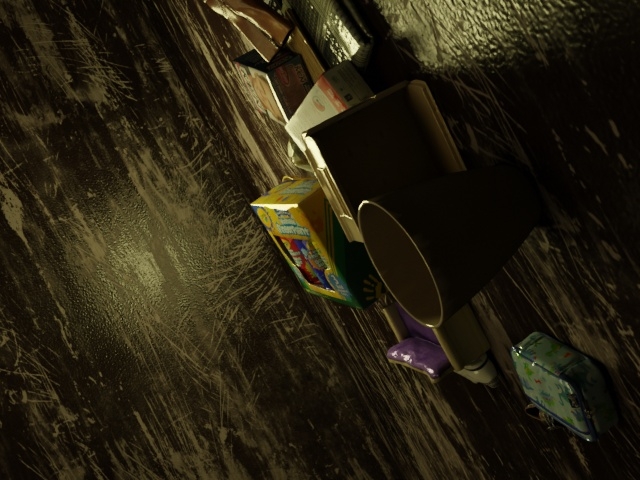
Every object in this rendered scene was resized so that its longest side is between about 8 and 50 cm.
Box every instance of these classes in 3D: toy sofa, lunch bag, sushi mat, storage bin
[{"bbox_3d":[0.283,0.250,1.873,0.150,0.177,0.362,62,167,-8],"label":"toy sofa"},{"bbox_3d":[0.495,0.299,1.403,0.176,0.090,0.219,64,167,-23],"label":"lunch bag"},{"bbox_3d":[-0.008,-0.422,1.733,0.316,0.019,0.151,58,169,2],"label":"sushi mat"},{"bbox_3d":[0.133,-0.161,1.408,0.260,0.262,0.123,63,168,-10],"label":"storage bin"}]

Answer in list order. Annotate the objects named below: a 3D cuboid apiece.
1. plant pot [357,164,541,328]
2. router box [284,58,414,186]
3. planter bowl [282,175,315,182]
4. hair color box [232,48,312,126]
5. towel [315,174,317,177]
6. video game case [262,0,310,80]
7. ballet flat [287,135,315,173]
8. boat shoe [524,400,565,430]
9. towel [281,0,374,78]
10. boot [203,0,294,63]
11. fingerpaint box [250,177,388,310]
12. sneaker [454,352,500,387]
[{"bbox_3d":[0.251,-0.019,1.239,0.256,0.274,0.256,56,165,23],"label":"plant pot"},{"bbox_3d":[0.084,-0.215,1.644,0.335,0.082,0.301,53,156,0],"label":"router box"},{"bbox_3d":[-0.031,-0.150,2.348,0.217,0.090,0.217,48,163,20],"label":"planter bowl"},{"bbox_3d":[-0.126,-0.435,1.925,0.174,0.105,0.347,64,169,-27],"label":"hair color box"},{"bbox_3d":[-0.044,-0.296,2.252,0.197,0.029,0.144,53,163,31],"label":"towel"},{"bbox_3d":[-0.096,-0.554,1.910,0.248,0.035,0.275,60,165,2],"label":"video game case"},{"bbox_3d":[-0.034,-0.255,1.966,0.123,0.123,0.348,59,180,6],"label":"ballet flat"},{"bbox_3d":[0.522,0.391,1.524,0.066,0.066,0.183,61,166,-3],"label":"boat shoe"},{"bbox_3d":[0.014,-0.510,1.605,0.324,0.056,0.312,56,169,8],"label":"towel"},{"bbox_3d":[-0.179,-0.599,1.667,0.280,0.096,0.264,45,144,3],"label":"boot"},{"bbox_3d":[0.000,0.000,2.117,0.371,0.163,0.445,58,162,-16],"label":"fingerpaint box"},{"bbox_3d":[0.395,0.338,1.852,0.095,0.090,0.235,49,171,-11],"label":"sneaker"}]
